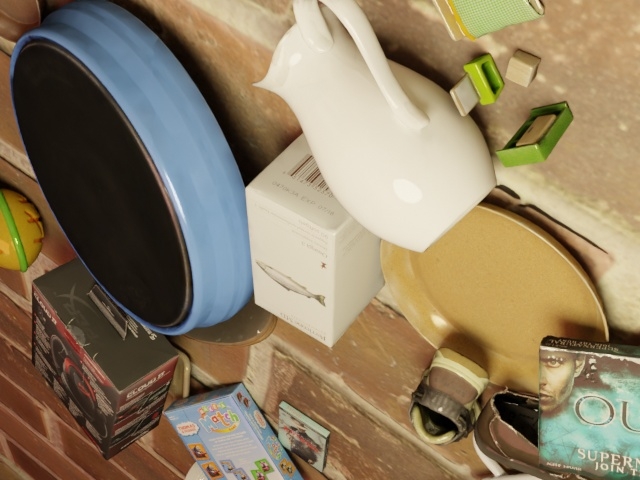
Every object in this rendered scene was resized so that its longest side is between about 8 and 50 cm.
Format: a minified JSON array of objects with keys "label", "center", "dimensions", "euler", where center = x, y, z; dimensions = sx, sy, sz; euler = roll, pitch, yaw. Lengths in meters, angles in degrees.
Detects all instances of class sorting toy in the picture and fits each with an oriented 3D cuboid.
[{"label":"sorting toy","center":[-0.294,0.168,1.458],"dimensions":[0.229,0.041,0.307],"euler":[33,142,17]}]

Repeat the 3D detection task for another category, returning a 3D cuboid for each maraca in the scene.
[{"label":"maraca","center":[-0.493,-0.033,1.388],"dimensions":[0.186,0.099,0.127],"euler":[59,152,26]}]

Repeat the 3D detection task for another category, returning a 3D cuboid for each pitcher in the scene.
[{"label":"pitcher","center":[0.045,-0.099,0.700],"dimensions":[0.207,0.125,0.178],"euler":[48,167,6]}]

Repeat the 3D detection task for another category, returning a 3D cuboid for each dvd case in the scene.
[{"label":"dvd case","center":[-0.026,0.295,1.333],"dimensions":[0.087,0.013,0.119],"euler":[31,144,19]}]

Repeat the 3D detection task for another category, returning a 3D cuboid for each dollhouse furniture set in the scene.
[{"label":"dollhouse furniture set","center":[0.126,-0.132,0.647],"dimensions":[0.076,0.058,0.152],"euler":[-5,124,48]}]

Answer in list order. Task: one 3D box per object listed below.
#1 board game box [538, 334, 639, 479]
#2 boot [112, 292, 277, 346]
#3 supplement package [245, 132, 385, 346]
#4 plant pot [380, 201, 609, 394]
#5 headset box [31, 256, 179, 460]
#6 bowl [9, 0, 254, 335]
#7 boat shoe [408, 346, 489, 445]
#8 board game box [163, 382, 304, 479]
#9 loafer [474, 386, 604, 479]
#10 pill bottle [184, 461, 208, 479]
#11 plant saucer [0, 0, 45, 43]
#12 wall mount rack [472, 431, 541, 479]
[{"label":"board game box","center":[0.280,0.151,0.755],"dimensions":[0.186,0.026,0.126],"euler":[4,112,25]},{"label":"boot","center":[-0.145,0.090,1.172],"dimensions":[0.305,0.112,0.115],"euler":[9,154,47]},{"label":"supplement package","center":[0.000,0.000,0.887],"dimensions":[0.105,0.105,0.179],"euler":[27,144,22]},{"label":"plant pot","center":[0.163,0.050,0.838],"dimensions":[0.236,0.032,0.236],"euler":[28,143,23]},{"label":"headset box","center":[-0.332,0.171,1.341],"dimensions":[0.218,0.110,0.293],"euler":[47,146,16]},{"label":"bowl","center":[-0.222,-0.068,0.993],"dimensions":[0.391,0.077,0.391],"euler":[36,142,34]},{"label":"boat shoe","center":[0.128,0.181,0.951],"dimensions":[0.080,0.073,0.223],"euler":[33,160,16]},{"label":"board game box","center":[-0.134,0.334,1.407],"dimensions":[0.160,0.039,0.211],"euler":[-21,107,36]},{"label":"loafer","center":[0.249,0.197,0.838],"dimensions":[0.220,0.080,0.078],"euler":[11,145,22]},{"label":"pill bottle","center":[-0.141,0.454,1.546],"dimensions":[0.193,0.108,0.108],"euler":[26,143,25]},{"label":"plant saucer","center":[-0.371,-0.305,1.008],"dimensions":[0.168,0.029,0.168],"euler":[27,144,22]},{"label":"wall mount rack","center":[0.248,0.380,1.029],"dimensions":[0.350,0.130,0.304],"euler":[48,147,-5]}]
